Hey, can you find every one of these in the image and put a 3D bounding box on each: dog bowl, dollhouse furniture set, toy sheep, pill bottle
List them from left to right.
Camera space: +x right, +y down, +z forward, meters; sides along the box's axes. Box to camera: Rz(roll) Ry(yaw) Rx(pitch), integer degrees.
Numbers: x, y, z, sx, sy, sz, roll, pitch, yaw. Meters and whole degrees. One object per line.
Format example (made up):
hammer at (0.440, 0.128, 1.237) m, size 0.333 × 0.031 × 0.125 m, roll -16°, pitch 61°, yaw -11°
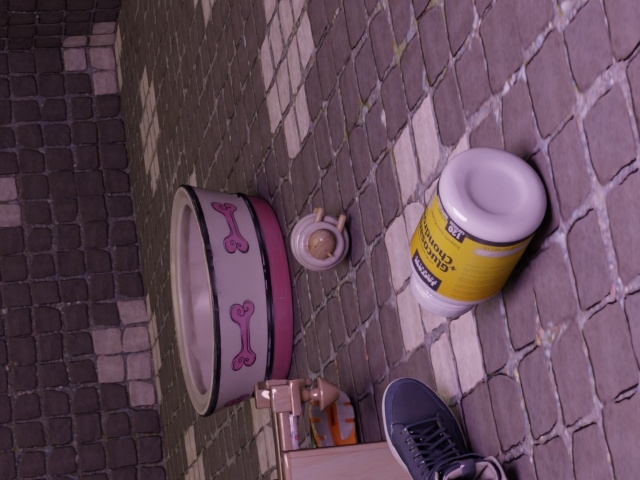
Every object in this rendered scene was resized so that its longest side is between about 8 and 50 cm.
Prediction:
dog bowl at (-0.158, 0.099, 2.376) m, size 0.408 × 0.150 × 0.407 m, roll 175°, pitch 90°, yaw -74°
toy sheep at (0.000, 0.000, 1.887) m, size 0.132 × 0.091 × 0.091 m, roll 148°, pitch 118°, yaw -89°
dollhouse furniture set at (0.024, 0.329, 1.787) m, size 0.355 × 0.174 × 0.303 m, roll 144°, pitch 121°, yaw -81°
pill bottle at (0.144, -0.001, 1.306) m, size 0.184 × 0.103 × 0.103 m, roll 109°, pitch 152°, yaw -56°

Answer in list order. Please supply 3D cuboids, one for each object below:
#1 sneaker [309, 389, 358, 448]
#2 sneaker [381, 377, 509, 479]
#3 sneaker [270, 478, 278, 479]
sneaker at (0.024, 0.321, 1.914) m, size 0.083 × 0.084 × 0.214 m, roll 104°, pitch 164°, yaw -67°
sneaker at (0.131, 0.225, 1.424) m, size 0.163 × 0.086 × 0.226 m, roll 91°, pitch 158°, yaw -64°
sneaker at (-0.032, 0.537, 2.176) m, size 0.121 × 0.111 × 0.300 m, roll 71°, pitch -172°, yaw -69°
